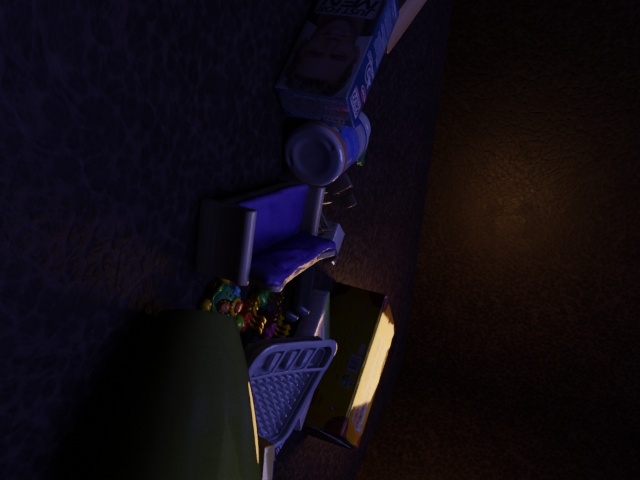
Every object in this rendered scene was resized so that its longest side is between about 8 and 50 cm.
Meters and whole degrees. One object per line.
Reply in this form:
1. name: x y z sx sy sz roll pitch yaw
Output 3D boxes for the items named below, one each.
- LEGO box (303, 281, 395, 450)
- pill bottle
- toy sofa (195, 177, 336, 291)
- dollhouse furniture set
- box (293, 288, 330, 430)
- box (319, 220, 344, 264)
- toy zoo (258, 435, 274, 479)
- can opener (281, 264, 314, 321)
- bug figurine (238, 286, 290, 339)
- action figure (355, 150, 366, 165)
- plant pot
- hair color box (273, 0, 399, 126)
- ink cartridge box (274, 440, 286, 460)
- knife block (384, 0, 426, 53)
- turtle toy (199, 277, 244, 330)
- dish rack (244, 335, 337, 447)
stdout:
1. LEGO box: 0.096 0.456 2.073 0.372 0.193 0.499 68 40 -61
2. pill bottle: 0.031 -0.248 1.441 0.272 0.153 0.152 -49 148 -55
3. toy sofa: -0.090 -0.026 1.209 0.362 0.177 0.150 -29 131 -65
4. dollhouse furniture set: 0.029 -0.052 1.441 0.181 0.161 0.101 65 18 7
5. box: -0.038 0.327 1.613 0.322 0.059 0.232 -66 161 -46
6. box: 0.000 0.000 1.608 0.087 0.102 0.101 57 50 -68
7. toy zoo: -0.188 0.431 1.072 0.030 0.293 0.192 13 91 -54
8. can opener: -0.062 0.074 1.454 0.093 0.074 0.280 35 39 -31
9. bug figurine: -0.145 0.209 1.381 0.216 0.072 0.278 -66 155 -47
10. action figure: 0.106 -0.311 1.756 0.232 0.064 0.137 74 32 -50
11. plant pot: -0.222 0.270 0.959 0.275 0.275 0.293 53 37 -67
12. hair color box: 0.045 -0.435 1.310 0.105 0.174 0.347 65 42 -61
13. ink cartridge box: -0.122 0.499 1.679 0.175 0.069 0.370 -54 154 -51
14. knife block: 0.169 -0.554 1.507 0.088 0.276 0.241 61 17 -65
15. turtle toy: -0.194 0.140 1.194 0.130 0.066 0.095 86 25 -43
16. dish rack: -0.126 0.348 1.315 0.286 0.072 0.332 8 113 -53
